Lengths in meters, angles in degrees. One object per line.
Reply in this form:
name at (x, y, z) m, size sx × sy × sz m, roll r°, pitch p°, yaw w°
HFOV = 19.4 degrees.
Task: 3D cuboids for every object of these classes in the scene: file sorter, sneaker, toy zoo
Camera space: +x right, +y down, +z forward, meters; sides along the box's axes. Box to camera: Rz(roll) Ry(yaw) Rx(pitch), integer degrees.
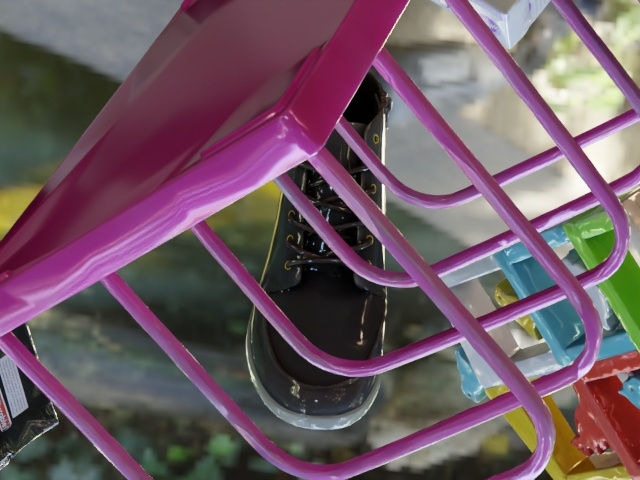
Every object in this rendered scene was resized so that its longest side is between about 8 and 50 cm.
file sorter at (0.022, -0.026, 0.807) m, size 0.202 × 0.290 × 0.182 m, roll -28°, pitch 112°, yaw 37°
sneaker at (0.000, 0.000, 1.108) m, size 0.083 × 0.222 × 0.118 m, roll 3°, pitch 133°, yaw -1°
toy zoo at (0.182, 0.079, 1.294) m, size 0.030 × 0.192 × 0.293 m, roll -34°, pitch -176°, yaw -28°

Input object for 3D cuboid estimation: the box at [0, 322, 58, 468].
box at (-0.302, 0.040, 1.078) m, size 0.079 × 0.257 × 0.322 m, roll 11°, pitch 128°, yaw 36°

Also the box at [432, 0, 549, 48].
box at (0.056, -0.285, 1.656) m, size 0.324 × 0.063 × 0.067 m, roll 35°, pitch 168°, yaw 20°
